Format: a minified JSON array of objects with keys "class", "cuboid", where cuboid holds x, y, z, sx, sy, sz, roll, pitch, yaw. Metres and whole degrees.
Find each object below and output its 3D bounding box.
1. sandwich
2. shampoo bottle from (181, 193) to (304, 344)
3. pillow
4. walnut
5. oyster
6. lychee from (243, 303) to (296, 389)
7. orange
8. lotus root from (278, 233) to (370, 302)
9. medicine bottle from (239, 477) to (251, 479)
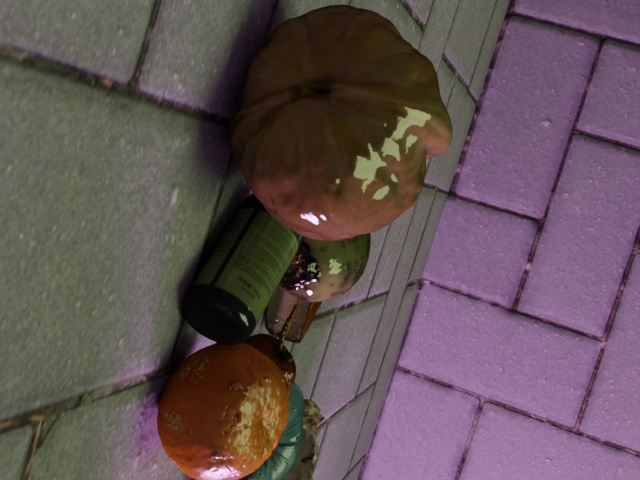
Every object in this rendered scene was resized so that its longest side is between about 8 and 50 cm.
[{"class":"sandwich","cuboid":[-0.033,0.096,1.764,0.163,0.079,0.113,-41,149,-68]},{"class":"shampoo bottle","cuboid":[-0.085,0.007,1.375,0.101,0.101,0.284,91,21,-51]},{"class":"pillow","cuboid":[-0.097,0.367,1.858,0.214,0.086,0.233,-47,151,-50]},{"class":"walnut","cuboid":[0.024,-0.145,1.273,0.285,0.285,0.296,58,29,-73]},{"class":"oyster","cuboid":[-0.087,0.466,2.065,0.294,0.094,0.166,-41,130,-47]},{"class":"lychee","cuboid":[-0.088,0.192,1.614,0.114,0.101,0.140,-109,-153,-47]},{"class":"orange","cuboid":[-0.134,0.230,1.356,0.193,0.161,0.193,-41,140,-47]},{"class":"lotus root","cuboid":[0.000,0.000,1.624,0.309,0.173,0.173,-37,143,-71]},{"class":"medicine bottle","cuboid":[-0.123,0.458,1.740,0.079,0.140,0.079,18,90,-77]}]
